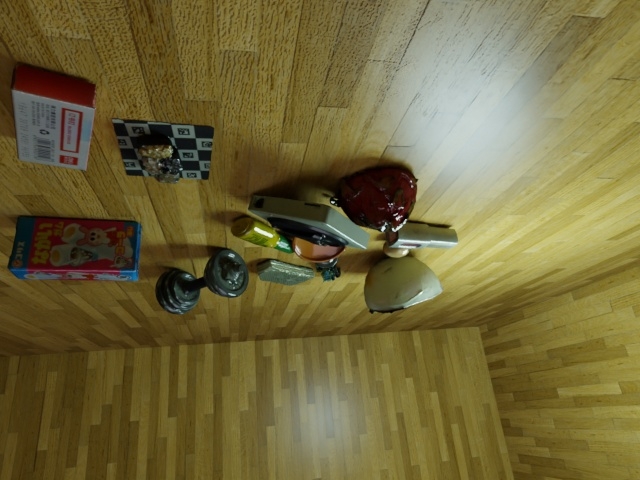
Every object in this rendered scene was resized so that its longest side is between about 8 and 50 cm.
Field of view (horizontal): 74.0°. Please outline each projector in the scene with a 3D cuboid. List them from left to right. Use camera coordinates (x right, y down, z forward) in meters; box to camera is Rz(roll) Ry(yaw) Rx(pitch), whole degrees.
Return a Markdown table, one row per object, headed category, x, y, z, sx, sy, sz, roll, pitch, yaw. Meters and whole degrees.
| category | x | y | z | sx | sy | sz | roll | pitch | yaw |
| --- | --- | --- | --- | --- | --- | --- | --- | --- | --- |
| projector | -0.029 | -0.041 | 1.167 | 0.258 | 0.079 | 0.259 | 12 | 171 | 34 |

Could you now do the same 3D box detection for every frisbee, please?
| category | x | y | z | sx | sy | sz | roll | pitch | yaw |
| --- | --- | --- | --- | --- | --- | --- | --- | --- | --- |
| frisbee | 0.000 | 0.000 | 1.410 | 0.192 | 0.035 | 0.191 | -6 | 136 | -6 |

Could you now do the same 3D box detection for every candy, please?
| category | x | y | z | sx | sy | sz | roll | pitch | yaw |
| --- | --- | --- | --- | --- | --- | --- | --- | --- | --- |
| candy | -0.670 | 0.027 | 1.186 | 0.307 | 0.157 | 0.100 | 2 | 157 | -21 |

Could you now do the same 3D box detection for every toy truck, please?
| category | x | y | z | sx | sy | sz | roll | pitch | yaw |
| --- | --- | --- | --- | --- | --- | --- | --- | --- | --- |
| toy truck | 0.036 | 0.140 | 1.752 | 0.081 | 0.077 | 0.154 | -9 | 158 | 12 |

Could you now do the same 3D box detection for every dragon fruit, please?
| category | x | y | z | sx | sy | sz | roll | pitch | yaw |
| --- | --- | --- | --- | --- | --- | --- | --- | --- | --- |
| dragon fruit | 0.156 | -0.081 | 1.135 | 0.224 | 0.147 | 0.218 | 2 | 158 | -17 |

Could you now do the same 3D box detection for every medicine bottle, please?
| category | x | y | z | sx | sy | sz | roll | pitch | yaw |
| --- | --- | --- | --- | --- | --- | --- | --- | --- | --- |
| medicine bottle | -0.167 | -0.008 | 1.348 | 0.095 | 0.064 | 0.261 | -16 | 156 | 29 |

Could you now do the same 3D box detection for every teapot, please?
| category | x | y | z | sx | sy | sz | roll | pitch | yaw |
| --- | --- | --- | --- | --- | --- | --- | --- | --- | --- |
| teapot | 0.001 | 0.041 | 1.521 | 0.092 | 0.124 | 0.091 | -47 | -177 | -6 |

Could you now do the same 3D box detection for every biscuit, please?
| category | x | y | z | sx | sy | sz | roll | pitch | yaw |
| --- | --- | --- | --- | --- | --- | --- | --- | --- | --- |
| biscuit | -0.156 | 0.136 | 1.729 | 0.150 | 0.052 | 0.252 | -22 | 153 | 36 |

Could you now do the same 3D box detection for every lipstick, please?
| category | x | y | z | sx | sy | sz | roll | pitch | yaw |
| --- | --- | --- | --- | --- | --- | --- | --- | --- | --- |
| lipstick | 0.346 | -0.014 | 1.448 | 0.253 | 0.077 | 0.079 | 3 | 156 | -25 |

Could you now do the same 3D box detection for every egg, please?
| category | x | y | z | sx | sy | sz | roll | pitch | yaw |
| --- | --- | --- | --- | --- | --- | --- | --- | --- | --- |
| egg | 0.268 | 0.023 | 1.515 | 0.097 | 0.080 | 0.080 | -12 | 158 | 24 |
| egg | 0.315 | 0.159 | 1.703 | 0.338 | 0.200 | 0.337 | -18 | -179 | 0 |

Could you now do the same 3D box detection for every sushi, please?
| category | x | y | z | sx | sy | sz | roll | pitch | yaw |
| --- | --- | --- | --- | --- | --- | --- | --- | --- | --- |
| sushi | -0.334 | -0.169 | 0.924 | 0.193 | 0.050 | 0.215 | 1 | 158 | -16 |

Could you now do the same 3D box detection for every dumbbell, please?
| category | x | y | z | sx | sy | sz | roll | pitch | yaw |
| --- | --- | --- | --- | --- | --- | --- | --- | --- | --- |
| dumbbell | -0.428 | 0.153 | 1.536 | 0.407 | 0.178 | 0.179 | -20 | 154 | 30 |

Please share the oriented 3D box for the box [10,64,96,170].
| category | x | y | z | sx | sy | sz | roll | pitch | yaw |
| --- | --- | --- | --- | --- | --- | --- | --- | --- | --- |
| box | -0.487 | -0.213 | 0.779 | 0.123 | 0.049 | 0.229 | 5 | 155 | -30 |
